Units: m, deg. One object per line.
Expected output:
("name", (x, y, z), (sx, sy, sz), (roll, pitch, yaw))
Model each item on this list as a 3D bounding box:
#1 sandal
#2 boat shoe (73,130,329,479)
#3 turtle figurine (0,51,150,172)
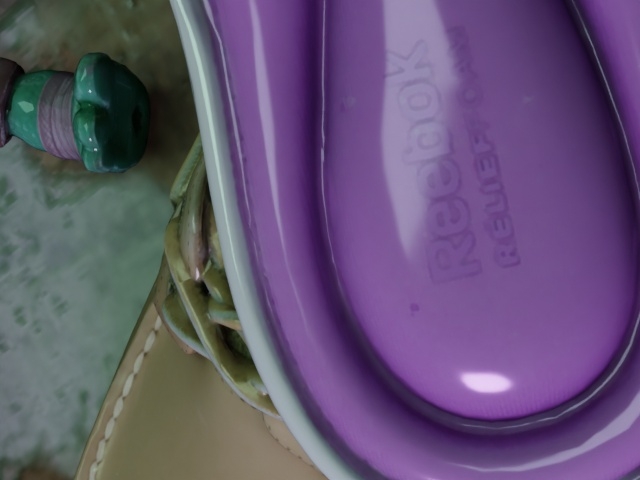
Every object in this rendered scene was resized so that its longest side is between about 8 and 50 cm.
("sandal", (0.007, -0.127, 0.342), (0.169, 0.102, 0.416), (-20, 98, 6))
("boat shoe", (0.000, 0.000, 0.479), (0.122, 0.110, 0.341), (34, 104, 24))
("turtle figurine", (-0.177, -0.077, 0.575), (0.234, 0.118, 0.175), (-2, 103, 13))
